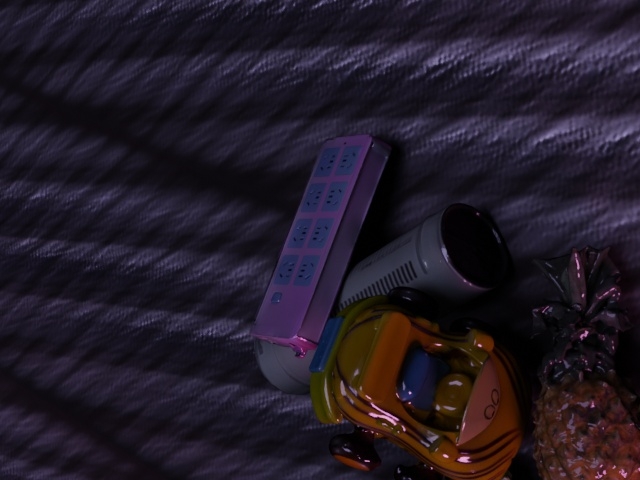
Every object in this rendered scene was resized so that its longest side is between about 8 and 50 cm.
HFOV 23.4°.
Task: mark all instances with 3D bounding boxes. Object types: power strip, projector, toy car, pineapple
[{"bbox_3d":[0.000,0.000,1.791,0.109,0.037,0.279,1,66,58],"label":"power strip"},{"bbox_3d":[0.063,0.073,1.777,0.337,0.108,0.108,-34,71,41],"label":"projector"},{"bbox_3d":[0.118,0.157,1.599,0.142,0.247,0.200,-13,55,65],"label":"toy car"},{"bbox_3d":[0.268,0.131,1.583,0.128,0.128,0.248,-13,80,44],"label":"pineapple"}]

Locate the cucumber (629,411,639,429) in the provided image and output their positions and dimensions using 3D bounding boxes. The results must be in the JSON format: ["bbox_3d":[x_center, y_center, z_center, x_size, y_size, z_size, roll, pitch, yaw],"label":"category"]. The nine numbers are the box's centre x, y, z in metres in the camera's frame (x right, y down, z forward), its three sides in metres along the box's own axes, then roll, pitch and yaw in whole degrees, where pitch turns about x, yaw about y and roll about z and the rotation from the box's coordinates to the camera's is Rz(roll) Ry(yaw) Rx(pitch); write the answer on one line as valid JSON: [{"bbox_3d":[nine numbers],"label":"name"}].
[{"bbox_3d":[0.361,0.236,1.511,0.039,0.043,0.163,-37,98,5],"label":"cucumber"}]

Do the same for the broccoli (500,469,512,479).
[{"bbox_3d":[0.109,0.402,1.711,0.375,0.301,0.249,31,142,68],"label":"broccoli"}]
